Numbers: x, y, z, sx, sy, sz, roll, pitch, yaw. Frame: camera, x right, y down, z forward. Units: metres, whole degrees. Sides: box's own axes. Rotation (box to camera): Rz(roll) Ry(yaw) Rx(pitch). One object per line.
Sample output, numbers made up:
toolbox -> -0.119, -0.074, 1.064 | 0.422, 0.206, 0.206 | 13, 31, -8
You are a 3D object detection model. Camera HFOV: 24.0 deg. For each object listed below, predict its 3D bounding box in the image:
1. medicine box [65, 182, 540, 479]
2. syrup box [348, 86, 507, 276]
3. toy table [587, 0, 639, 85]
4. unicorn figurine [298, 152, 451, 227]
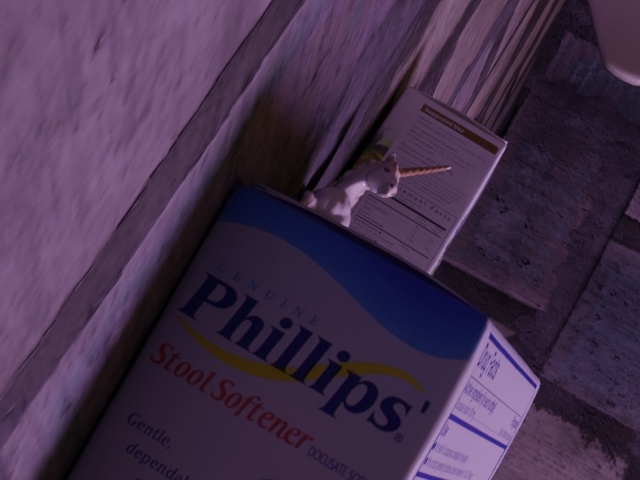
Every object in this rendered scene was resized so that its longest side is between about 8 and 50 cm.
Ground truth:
medicine box -> -0.020, 0.148, 0.819 | 0.289, 0.149, 0.263 | -61, 163, -4
syrup box -> 0.043, 0.005, 1.143 | 0.237, 0.096, 0.093 | -57, 175, -32
toy table -> 0.201, -0.246, 0.970 | 0.252, 0.161, 0.274 | -62, 173, 13
unicorn figurine -> 0.000, 0.000, 0.992 | 0.162, 0.060, 0.111 | -45, -178, 25
